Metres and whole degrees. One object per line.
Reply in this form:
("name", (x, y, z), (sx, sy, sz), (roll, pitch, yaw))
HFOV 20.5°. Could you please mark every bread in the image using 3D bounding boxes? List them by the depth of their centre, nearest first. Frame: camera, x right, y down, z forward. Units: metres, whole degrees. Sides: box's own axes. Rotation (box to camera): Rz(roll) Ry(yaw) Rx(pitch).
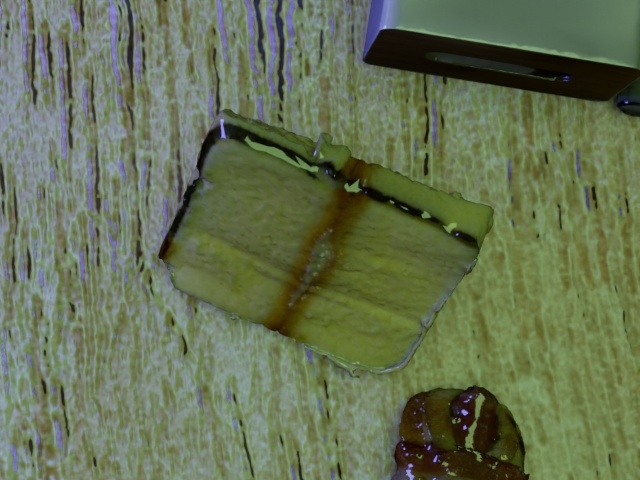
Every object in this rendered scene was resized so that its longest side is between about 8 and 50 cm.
("bread", (0.000, 0.000, 1.584), (0.263, 0.236, 0.198), (22, 84, -3))

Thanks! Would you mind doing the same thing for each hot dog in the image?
("hot dog", (0.125, 0.239, 1.644), (0.146, 0.103, 0.213), (9, 84, -4))

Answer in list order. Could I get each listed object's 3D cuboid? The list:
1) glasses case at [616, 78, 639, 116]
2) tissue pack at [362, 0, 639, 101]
("glasses case", (0.357, -0.268, 1.727), (0.114, 0.060, 0.299), (7, 85, -2))
("tissue pack", (0.177, -0.227, 1.659), (0.246, 0.159, 0.136), (9, 83, -4))
